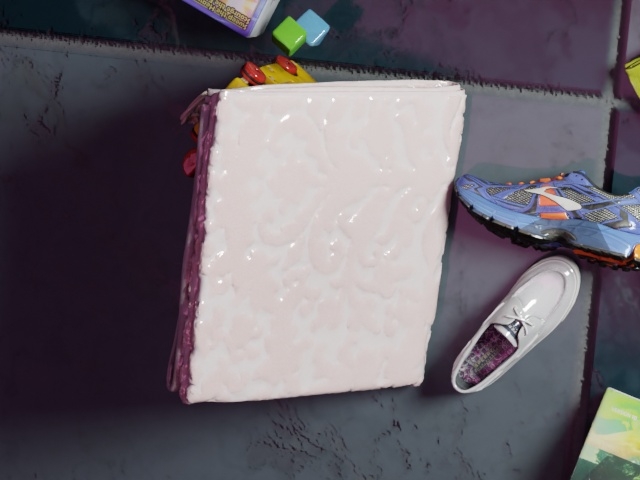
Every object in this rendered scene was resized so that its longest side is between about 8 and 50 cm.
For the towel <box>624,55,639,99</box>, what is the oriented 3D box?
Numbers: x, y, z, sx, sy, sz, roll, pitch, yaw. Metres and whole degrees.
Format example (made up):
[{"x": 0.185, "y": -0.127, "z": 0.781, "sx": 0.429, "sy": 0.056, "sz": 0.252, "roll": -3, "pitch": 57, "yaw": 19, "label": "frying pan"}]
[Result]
[{"x": 0.430, "y": -0.184, "z": 1.890, "sx": 0.237, "sy": 0.021, "sz": 0.102, "roll": -26, "pitch": 102, "yaw": 19, "label": "towel"}]

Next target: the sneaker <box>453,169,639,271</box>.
[{"x": 0.244, "y": -0.034, "z": 1.960, "sx": 0.221, "sy": 0.083, "sz": 0.087, "roll": 16, "pitch": 78, "yaw": 16, "label": "sneaker"}]

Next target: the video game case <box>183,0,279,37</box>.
[{"x": -0.127, "y": -0.384, "z": 1.990, "sx": 0.269, "sy": 0.061, "sz": 0.244, "roll": 31, "pitch": 107, "yaw": 8, "label": "video game case"}]

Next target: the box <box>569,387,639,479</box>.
[{"x": 0.343, "y": 0.341, "z": 1.951, "sx": 0.232, "sy": 0.058, "sz": 0.322, "roll": 21, "pitch": 80, "yaw": 10, "label": "box"}]

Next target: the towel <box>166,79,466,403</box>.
[{"x": 0.000, "y": 0.000, "z": 1.937, "sx": 0.053, "sy": 0.317, "sz": 0.332, "roll": 27, "pitch": 114, "yaw": 51, "label": "towel"}]

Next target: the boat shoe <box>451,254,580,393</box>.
[{"x": 0.202, "y": 0.091, "z": 1.999, "sx": 0.184, "sy": 0.063, "sz": 0.066, "roll": -43, "pitch": 88, "yaw": 20, "label": "boat shoe"}]

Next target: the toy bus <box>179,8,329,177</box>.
[{"x": -0.052, "y": -0.119, "z": 1.961, "sx": 0.104, "sy": 0.191, "sz": 0.202, "roll": 42, "pitch": 65, "yaw": 7, "label": "toy bus"}]
